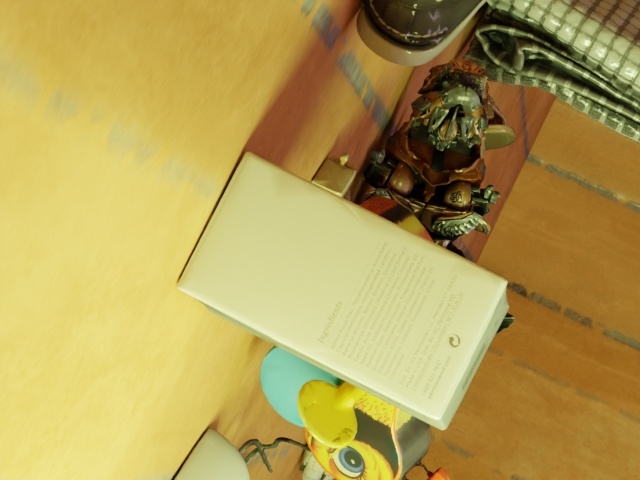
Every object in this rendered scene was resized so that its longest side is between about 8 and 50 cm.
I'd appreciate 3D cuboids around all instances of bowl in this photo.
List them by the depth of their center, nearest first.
[{"bbox_3d":[-0.099,0.229,1.448,0.142,0.053,0.142,-55,169,-46],"label":"bowl"}]

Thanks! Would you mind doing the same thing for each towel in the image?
[{"bbox_3d":[0.282,-0.209,1.925,0.121,0.235,0.284,-63,174,34],"label":"towel"}]

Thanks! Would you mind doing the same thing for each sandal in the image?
[{"bbox_3d":[0.133,-0.118,1.890,0.240,0.088,0.079,109,-24,-81],"label":"sandal"}]

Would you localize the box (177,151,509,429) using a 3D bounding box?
[{"bbox_3d":[0.017,0.033,1.155,0.091,0.170,0.130,-62,172,-5],"label":"box"}]

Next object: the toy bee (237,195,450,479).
[{"bbox_3d":[0.044,0.117,1.472,0.195,0.162,0.298,-47,163,-32],"label":"toy bee"}]

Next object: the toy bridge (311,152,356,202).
[{"bbox_3d":[0.000,0.000,1.469,0.063,0.026,0.188,-58,170,-42],"label":"toy bridge"}]

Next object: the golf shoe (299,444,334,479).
[{"bbox_3d":[0.013,0.236,2.167,0.086,0.069,0.176,-56,169,-16],"label":"golf shoe"}]

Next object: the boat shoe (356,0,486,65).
[{"bbox_3d":[0.102,-0.206,1.285,0.228,0.081,0.069,-55,172,-37],"label":"boat shoe"}]

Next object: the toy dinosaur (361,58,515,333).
[{"bbox_3d":[0.080,0.013,1.644,0.218,0.164,0.322,-83,170,-60],"label":"toy dinosaur"}]
